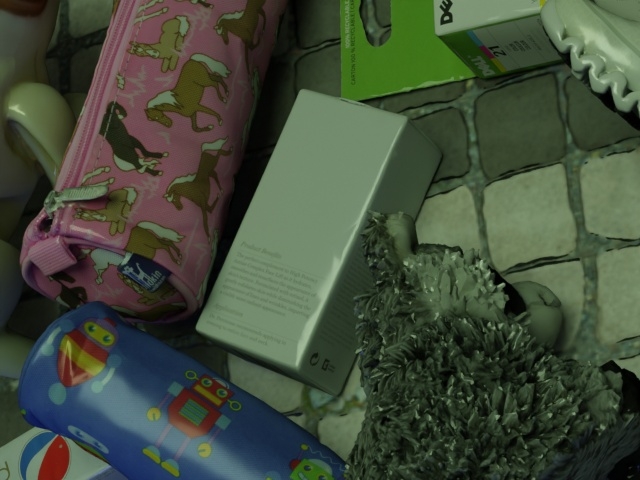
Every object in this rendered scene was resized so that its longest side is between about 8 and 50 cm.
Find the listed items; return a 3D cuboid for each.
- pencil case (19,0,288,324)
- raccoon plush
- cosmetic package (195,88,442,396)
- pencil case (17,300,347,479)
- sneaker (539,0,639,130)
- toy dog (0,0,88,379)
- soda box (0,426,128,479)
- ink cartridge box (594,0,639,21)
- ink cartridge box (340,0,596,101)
[{"bbox_3d":[-0.133,-0.121,1.643,0.160,0.167,0.386,15,68,0],"label":"pencil case"},{"bbox_3d":[0.035,0.130,1.360,0.299,0.446,0.216,39,124,34],"label":"raccoon plush"},{"bbox_3d":[0.000,0.000,1.599,0.117,0.085,0.231,20,80,33],"label":"cosmetic package"},{"bbox_3d":[-0.100,0.167,1.523,0.306,0.133,0.119,31,55,15],"label":"pencil case"},{"bbox_3d":[0.293,-0.105,1.375,0.292,0.110,0.118,35,98,10],"label":"sneaker"},{"bbox_3d":[-0.367,-0.118,1.672,0.285,0.395,0.407,14,87,41],"label":"toy dog"},{"bbox_3d":[-0.250,0.217,1.659,0.216,0.069,0.074,-32,61,15],"label":"soda box"},{"bbox_3d":[0.245,-0.306,1.393,0.119,0.353,0.207,-4,49,27],"label":"ink cartridge box"},{"bbox_3d":[0.114,-0.236,1.619,0.255,0.097,0.188,-11,66,24],"label":"ink cartridge box"}]
